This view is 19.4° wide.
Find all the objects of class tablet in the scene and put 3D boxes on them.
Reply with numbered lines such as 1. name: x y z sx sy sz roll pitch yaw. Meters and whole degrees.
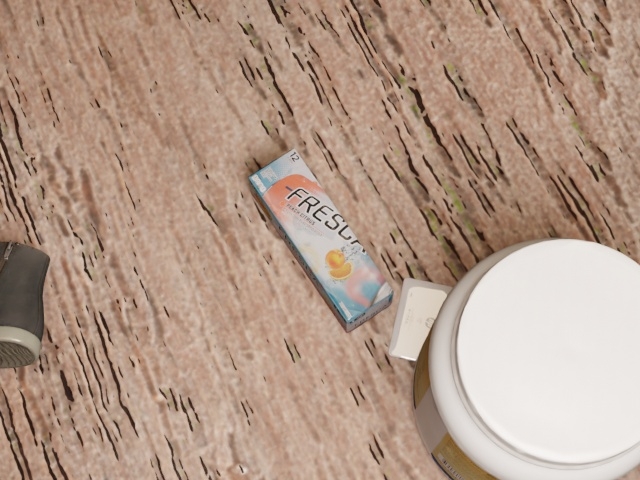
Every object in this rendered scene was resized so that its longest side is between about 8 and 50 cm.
1. tablet: 0.103 0.082 1.899 0.054 0.006 0.083 12 77 3

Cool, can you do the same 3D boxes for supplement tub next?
1. supplement tub: 0.206 0.125 1.726 0.228 0.316 0.228 0 78 -2

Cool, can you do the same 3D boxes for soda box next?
1. soda box: 0.000 0.000 1.889 0.058 0.063 0.183 -33 78 -8

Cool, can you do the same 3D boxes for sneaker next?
1. sneaker: -0.378 0.064 1.877 0.222 0.083 0.118 2 57 7
